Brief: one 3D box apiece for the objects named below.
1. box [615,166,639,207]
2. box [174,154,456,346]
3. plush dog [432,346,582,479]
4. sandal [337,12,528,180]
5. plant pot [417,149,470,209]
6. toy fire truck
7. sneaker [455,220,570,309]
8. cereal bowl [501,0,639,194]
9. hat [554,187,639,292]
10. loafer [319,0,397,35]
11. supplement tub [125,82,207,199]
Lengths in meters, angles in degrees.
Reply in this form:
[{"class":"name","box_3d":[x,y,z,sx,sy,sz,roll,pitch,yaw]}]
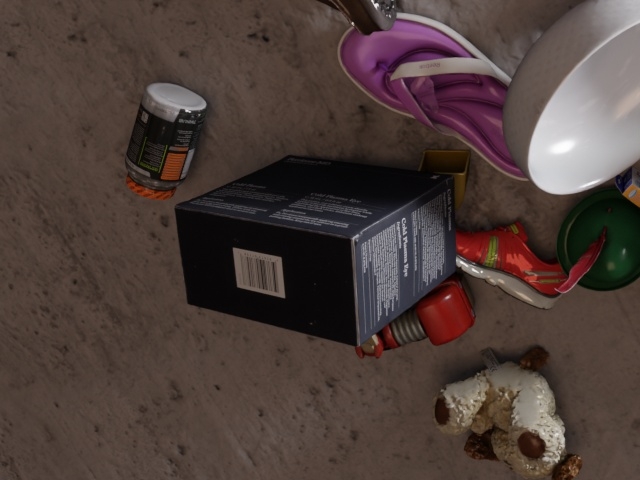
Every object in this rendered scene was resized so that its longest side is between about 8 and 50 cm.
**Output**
[{"class":"box","box_3d":[0.539,-0.068,1.517,0.136,0.081,0.028,38,121,-2]},{"class":"box","box_3d":[0.000,0.000,1.517,0.343,0.312,0.179,11,116,34]},{"class":"plush dog","box_3d":[0.363,0.338,1.703,0.262,0.210,0.225,12,133,41]},{"class":"sandal","box_3d":[0.216,-0.239,1.526,0.416,0.102,0.169,30,116,3]},{"class":"plant pot","box_3d":[0.213,-0.099,1.599,0.081,0.081,0.083,2,123,15]},{"class":"toy fire truck","box_3d":[0.140,0.137,1.620,0.217,0.246,0.158,-19,106,22]},{"class":"sneaker","box_3d":[0.302,0.013,1.624,0.279,0.107,0.118,27,98,0]},{"class":"cereal bowl","box_3d":[0.405,-0.236,1.388,0.339,0.339,0.141,-53,53,26]},{"class":"hat","box_3d":[0.478,0.027,1.487,0.173,0.183,0.208,38,98,-9]},{"class":"loafer","box_3d":[-0.025,-0.456,1.501,0.366,0.134,0.130,48,120,4]},{"class":"supplement tub","box_3d":[-0.283,-0.177,1.682,0.117,0.117,0.190,25,116,5]}]
